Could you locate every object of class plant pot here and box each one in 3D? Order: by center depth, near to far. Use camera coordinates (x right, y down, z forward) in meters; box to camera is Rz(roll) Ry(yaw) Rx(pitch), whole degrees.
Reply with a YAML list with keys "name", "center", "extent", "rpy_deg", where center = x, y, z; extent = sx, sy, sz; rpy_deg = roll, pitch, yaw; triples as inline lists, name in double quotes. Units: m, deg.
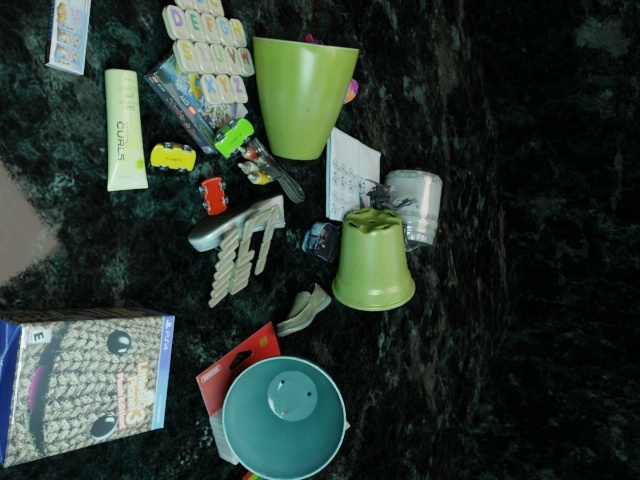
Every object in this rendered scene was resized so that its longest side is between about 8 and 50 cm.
- name: "plant pot"
  center: [-0.081, 0.419, 1.230]
  extent: [0.195, 0.291, 0.289]
  rpy_deg: [18, 76, -87]
- name: "plant pot"
  center: [-0.051, -0.376, 1.308]
  extent: [0.275, 0.275, 0.293]
  rpy_deg: [-22, 126, -50]
- name: "plant pot"
  center: [0.168, 0.042, 1.555]
  extent: [0.276, 0.276, 0.253]
  rpy_deg: [-35, 131, -46]

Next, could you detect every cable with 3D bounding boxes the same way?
- name: "cable"
  center: [-0.140, -0.189, 1.364]
  extent: [0.287, 0.072, 0.139]
  rpy_deg: [34, 34, -64]

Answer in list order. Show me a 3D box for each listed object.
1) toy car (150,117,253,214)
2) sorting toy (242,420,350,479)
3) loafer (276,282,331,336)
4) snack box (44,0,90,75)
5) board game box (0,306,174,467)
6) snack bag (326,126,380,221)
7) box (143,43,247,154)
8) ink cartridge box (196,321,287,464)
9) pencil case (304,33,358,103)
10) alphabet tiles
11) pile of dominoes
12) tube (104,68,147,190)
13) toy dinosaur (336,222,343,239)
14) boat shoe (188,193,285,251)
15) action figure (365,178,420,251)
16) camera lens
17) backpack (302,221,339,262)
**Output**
- name: "toy car"
  center: [-0.252, -0.202, 1.140]
  extent: [0.225, 0.053, 0.239]
  rpy_deg: [-45, 134, -1]
- name: "sorting toy"
  center: [-0.079, 0.607, 1.376]
  extent: [0.256, 0.089, 0.257]
  rpy_deg: [-15, 147, -49]
- name: "loafer"
  center: [-0.062, 0.207, 1.473]
  extent: [0.087, 0.094, 0.251]
  rpy_deg: [59, 34, -4]
- name: "snack box"
  center: [-0.474, -0.409, 0.916]
  extent: [0.064, 0.022, 0.178]
  rpy_deg: [7, 87, -54]
- name: "board game box"
  center: [-0.448, 0.251, 0.912]
  extent: [0.291, 0.141, 0.231]
  rpy_deg: [7, 88, -52]
- name: "snack bag"
  center: [0.126, -0.199, 1.675]
  extent: [0.343, 0.037, 0.322]
  rpy_deg: [15, 72, -52]
- name: "box"
  center: [-0.286, -0.343, 1.150]
  extent: [0.233, 0.044, 0.159]
  rpy_deg: [55, 52, -40]
- name: "ink cartridge box"
  center: [-0.181, 0.410, 1.340]
  extent: [0.296, 0.066, 0.260]
  rpy_deg: [-33, 119, -47]
- name: "pencil case"
  center: [0.022, -0.519, 1.497]
  extent: [0.236, 0.105, 0.104]
  rpy_deg: [33, 67, -50]
- name: "alphabet tiles"
  center: [-0.251, -0.461, 1.143]
  extent: [0.284, 0.021, 0.277]
  rpy_deg: [-33, 110, -60]
- name: "pile of dominoes"
  center: [-0.200, 0.033, 1.195]
  extent: [0.196, 0.040, 0.251]
  rpy_deg: [-34, 151, -45]
- name: "tube"
  center: [-0.402, -0.225, 1.002]
  extent: [0.070, 0.062, 0.239]
  rpy_deg: [-1, 101, -12]
- name: "toy dinosaur"
  center: [0.105, -0.039, 1.684]
  extent: [0.092, 0.053, 0.183]
  rpy_deg: [-55, 133, -36]
- name: "boat shoe"
  center: [-0.197, -0.035, 1.240]
  extent: [0.320, 0.118, 0.102]
  rpy_deg: [-35, 116, -54]
- name: "action figure"
  center: [0.248, -0.101, 1.656]
  extent: [0.141, 0.164, 0.275]
  rpy_deg: [-28, 111, -14]
- name: "camera lens"
  center: [0.340, -0.127, 1.846]
  extent: [0.219, 0.220, 0.274]
  rpy_deg: [15, 81, -52]
- name: "backpack"
  center: [0.000, 0.000, 1.523]
  extent: [0.105, 0.084, 0.114]
  rpy_deg: [32, 73, -50]
